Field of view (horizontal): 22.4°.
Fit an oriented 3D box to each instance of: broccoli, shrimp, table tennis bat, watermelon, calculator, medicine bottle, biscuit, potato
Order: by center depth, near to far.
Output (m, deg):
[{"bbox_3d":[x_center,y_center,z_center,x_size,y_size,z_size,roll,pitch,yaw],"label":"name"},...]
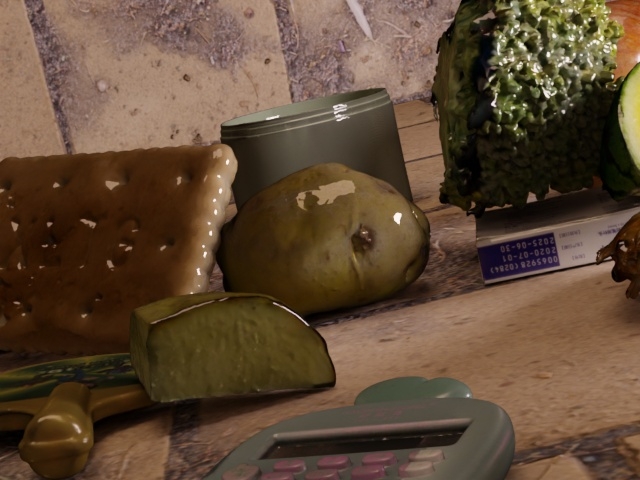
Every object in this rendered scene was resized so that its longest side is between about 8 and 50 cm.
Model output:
[{"bbox_3d":[0.013,0.143,0.927,0.185,0.041,0.299,-8,12,25],"label":"calculator"},{"bbox_3d":[-0.075,0.069,1.259,0.149,0.081,0.120,-4,12,-17],"label":"potato"},{"bbox_3d":[0.294,0.009,1.288,0.150,0.068,0.248,1,11,37],"label":"shrimp"},{"bbox_3d":[-0.195,0.131,1.290,0.198,0.050,0.321,-7,6,-2],"label":"table tennis bat"},{"bbox_3d":[0.341,-0.101,1.474,0.129,0.123,0.301,29,34,36],"label":"watermelon"},{"bbox_3d":[0.001,0.005,1.502,0.200,0.137,0.154,-12,-23,9],"label":"potato"},{"bbox_3d":[0.246,-0.017,1.532,0.201,0.052,0.171,-12,9,6],"label":"medicine bottle"},{"bbox_3d":[-0.228,0.009,1.558,0.324,0.217,0.044,1,-19,37],"label":"biscuit"},{"bbox_3d":[0.209,-0.143,1.581,0.180,0.243,0.273,6,14,-2],"label":"broccoli"}]

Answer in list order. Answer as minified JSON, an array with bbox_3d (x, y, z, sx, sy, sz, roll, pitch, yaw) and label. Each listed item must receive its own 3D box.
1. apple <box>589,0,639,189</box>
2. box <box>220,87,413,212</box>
[{"bbox_3d":[0.333,-0.158,1.776,0.211,0.211,0.188,-19,-10,-32],"label":"apple"},{"bbox_3d":[-0.006,-0.099,2.070,0.226,0.149,0.226,-12,8,2],"label":"box"}]
